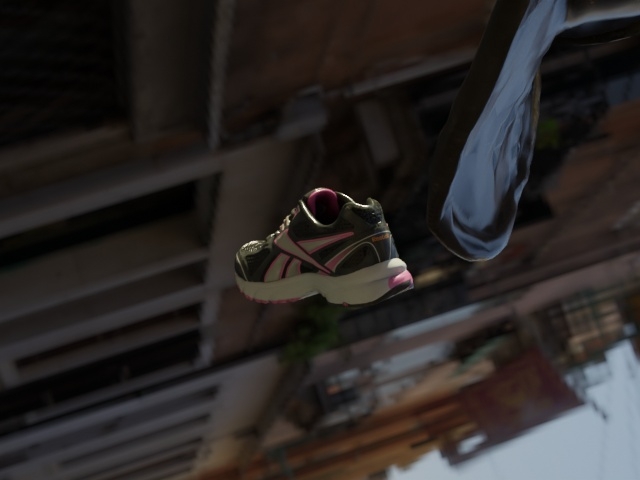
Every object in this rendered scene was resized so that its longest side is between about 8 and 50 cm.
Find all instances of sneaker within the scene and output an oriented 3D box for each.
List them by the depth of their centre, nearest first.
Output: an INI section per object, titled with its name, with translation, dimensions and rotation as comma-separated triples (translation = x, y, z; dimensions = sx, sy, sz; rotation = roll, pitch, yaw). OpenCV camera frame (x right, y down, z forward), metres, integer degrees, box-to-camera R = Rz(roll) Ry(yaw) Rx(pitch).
[sneaker]
translation = 0.000, 0.000, 1.139
dimensions = 0.178, 0.072, 0.077
rotation = -1, -77, 52

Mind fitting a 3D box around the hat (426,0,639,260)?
[hat]
translation = 0.119, -0.137, 0.434
dimensions = 0.331, 0.134, 0.331
rotation = 10, 90, -83
